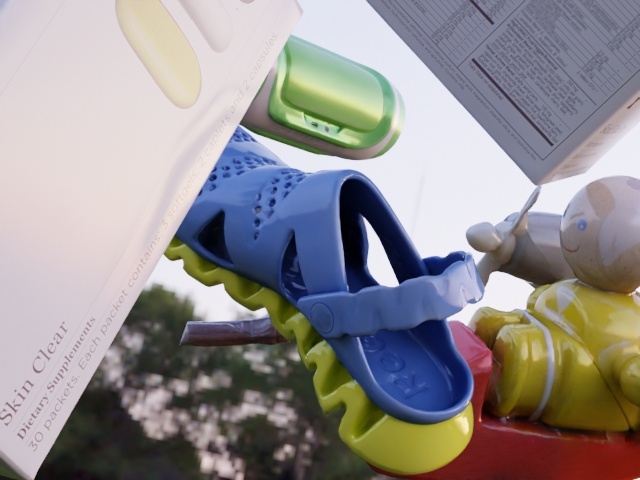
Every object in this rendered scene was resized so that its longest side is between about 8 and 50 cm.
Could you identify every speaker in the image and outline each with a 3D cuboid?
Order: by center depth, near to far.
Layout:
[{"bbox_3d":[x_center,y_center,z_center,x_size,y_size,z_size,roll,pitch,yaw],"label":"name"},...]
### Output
[{"bbox_3d":[-0.022,-0.185,1.853,0.131,0.131,0.297,-1,-11,40],"label":"speaker"}]

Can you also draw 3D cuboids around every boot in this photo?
[{"bbox_3d":[-0.093,0.092,1.560,0.114,0.037,0.106,-5,5,-5],"label":"boot"}]

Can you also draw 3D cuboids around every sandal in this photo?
[{"bbox_3d":[0.000,0.000,0.980,0.317,0.126,0.138,42,-47,20],"label":"sandal"}]

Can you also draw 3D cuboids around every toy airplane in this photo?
[{"bbox_3d":[0.255,0.078,1.112,0.386,0.272,0.384,4,23,29],"label":"toy airplane"}]

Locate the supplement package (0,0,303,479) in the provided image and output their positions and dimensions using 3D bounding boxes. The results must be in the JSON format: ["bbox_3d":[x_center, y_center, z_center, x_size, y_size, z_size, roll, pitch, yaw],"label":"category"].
[{"bbox_3d":[-0.169,-0.058,0.651,0.204,0.261,0.145,8,-31,35],"label":"supplement package"}]

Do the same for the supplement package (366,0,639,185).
[{"bbox_3d":[0.195,-0.199,1.005,0.198,0.263,0.199,49,18,9],"label":"supplement package"}]
